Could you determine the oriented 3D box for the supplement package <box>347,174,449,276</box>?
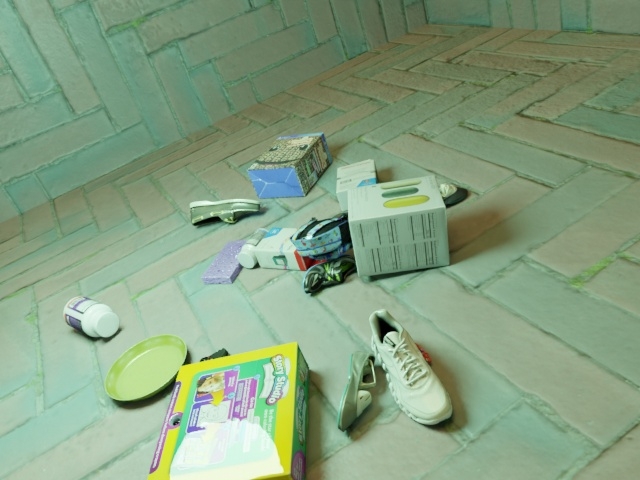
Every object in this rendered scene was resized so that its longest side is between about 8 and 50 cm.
[{"bbox_3d":[0.223,-0.044,1.610,0.262,0.198,0.199,-8,32,7],"label":"supplement package"}]

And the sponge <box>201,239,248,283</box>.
[{"bbox_3d":[-0.314,0.072,1.912,0.117,0.031,0.210,-4,34,25],"label":"sponge"}]

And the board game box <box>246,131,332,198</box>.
[{"bbox_3d":[-0.122,-0.311,2.299,0.231,0.141,0.291,0,36,29],"label":"board game box"}]

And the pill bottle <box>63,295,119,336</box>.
[{"bbox_3d":[-0.737,0.250,1.793,0.193,0.108,0.108,10,42,39],"label":"pill bottle"}]

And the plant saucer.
[{"bbox_3d":[-0.480,0.360,1.547,0.240,0.037,0.241,-14,32,9],"label":"plant saucer"}]

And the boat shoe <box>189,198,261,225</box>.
[{"bbox_3d":[-0.372,-0.110,2.172,0.304,0.091,0.109,-3,-8,17],"label":"boat shoe"}]

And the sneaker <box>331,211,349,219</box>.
[{"bbox_3d":[0.115,-0.065,1.867,0.170,0.051,0.089,-17,26,-2],"label":"sneaker"}]

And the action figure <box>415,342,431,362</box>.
[{"bbox_3d":[0.219,0.263,1.320,0.038,0.030,0.115,-32,35,-27],"label":"action figure"}]

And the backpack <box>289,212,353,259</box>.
[{"bbox_3d":[0.000,0.000,1.664,0.158,0.117,0.173,-5,17,36],"label":"backpack"}]

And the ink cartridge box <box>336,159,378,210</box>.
[{"bbox_3d":[0.139,-0.206,2.041,0.148,0.086,0.203,-12,31,11],"label":"ink cartridge box"}]

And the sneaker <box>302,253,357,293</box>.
[{"bbox_3d":[0.029,0.098,1.644,0.188,0.067,0.078,-27,26,-18],"label":"sneaker"}]

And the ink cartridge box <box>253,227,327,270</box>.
[{"bbox_3d":[-0.083,0.027,1.808,0.230,0.078,0.134,2,37,30],"label":"ink cartridge box"}]

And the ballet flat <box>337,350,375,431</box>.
[{"bbox_3d":[0.087,0.333,1.244,0.068,0.072,0.213,2,37,13],"label":"ballet flat"}]

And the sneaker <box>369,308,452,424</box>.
[{"bbox_3d":[0.183,0.271,1.215,0.110,0.118,0.292,-27,44,-7],"label":"sneaker"}]

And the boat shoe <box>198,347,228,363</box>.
[{"bbox_3d":[-0.300,0.333,1.486,0.048,0.042,0.133,12,42,44],"label":"boat shoe"}]

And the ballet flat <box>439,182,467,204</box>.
[{"bbox_3d":[0.393,-0.144,1.819,0.203,0.074,0.074,-25,31,-10],"label":"ballet flat"}]

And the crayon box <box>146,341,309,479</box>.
[{"bbox_3d":[-0.189,0.413,1.236,0.312,0.106,0.363,-13,32,9],"label":"crayon box"}]

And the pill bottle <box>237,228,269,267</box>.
[{"bbox_3d":[-0.220,0.027,1.883,0.078,0.078,0.137,0,36,29],"label":"pill bottle"}]
